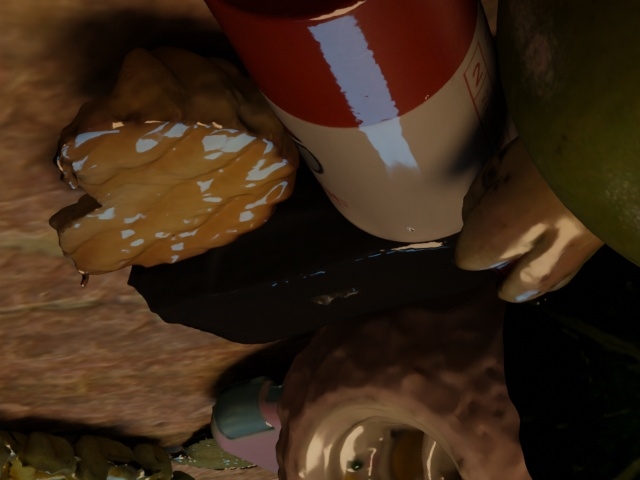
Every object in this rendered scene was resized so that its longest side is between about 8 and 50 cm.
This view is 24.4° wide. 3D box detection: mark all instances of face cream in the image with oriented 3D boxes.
[{"bbox_3d":[0.020,-0.079,0.592,0.096,0.096,0.214,-17,157,9],"label":"face cream"}]

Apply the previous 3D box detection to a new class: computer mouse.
[{"bbox_3d":[0.000,0.000,0.798,0.217,0.073,0.122,-17,156,26],"label":"computer mouse"}]

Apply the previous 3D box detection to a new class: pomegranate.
[{"bbox_3d":[0.136,-0.048,0.542,0.179,0.179,0.210,18,108,-51],"label":"pomegranate"}]

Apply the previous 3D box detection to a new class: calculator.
[{"bbox_3d":[0.054,0.168,1.124,0.293,0.051,0.173,27,151,-24],"label":"calculator"}]

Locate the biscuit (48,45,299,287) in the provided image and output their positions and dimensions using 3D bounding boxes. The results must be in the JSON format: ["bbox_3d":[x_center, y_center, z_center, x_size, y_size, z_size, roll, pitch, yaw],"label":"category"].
[{"bbox_3d":[-0.070,-0.038,0.687,0.118,0.061,0.183,-9,159,-14],"label":"biscuit"}]

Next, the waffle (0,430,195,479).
[{"bbox_3d":[-0.274,0.222,1.181,0.297,0.073,0.317,-29,146,22],"label":"waffle"}]

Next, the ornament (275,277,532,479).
[{"bbox_3d":[0.105,0.123,0.919,0.225,0.259,0.259,-20,170,-48],"label":"ornament"}]

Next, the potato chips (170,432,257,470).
[{"bbox_3d":[-0.028,0.159,1.226,0.209,0.026,0.142,-24,159,29],"label":"potato chips"}]

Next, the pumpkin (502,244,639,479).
[{"bbox_3d":[0.244,0.047,0.714,0.296,0.296,0.296,-11,158,-5],"label":"pumpkin"}]
